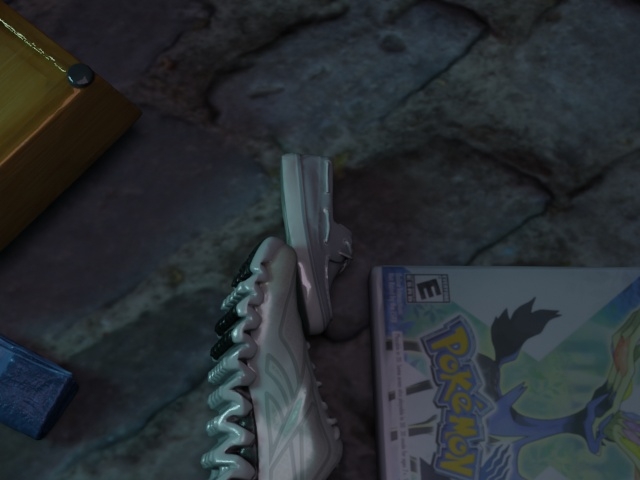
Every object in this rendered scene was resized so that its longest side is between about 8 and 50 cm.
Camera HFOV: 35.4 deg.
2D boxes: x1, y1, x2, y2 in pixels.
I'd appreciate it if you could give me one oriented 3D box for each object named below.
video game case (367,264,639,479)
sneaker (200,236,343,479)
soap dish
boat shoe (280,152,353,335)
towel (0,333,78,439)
[{"bbox_3d":[0.199,0.180,0.908,0.300,0.036,0.329,0,68,-6],"label":"video game case"},{"bbox_3d":[-0.039,0.144,0.869,0.118,0.110,0.292,8,78,-12],"label":"sneaker"},{"bbox_3d":[-0.348,-0.101,0.922,0.229,0.118,0.291,38,69,10],"label":"soap dish"},{"bbox_3d":[0.000,0.000,0.951,0.063,0.066,0.184,-5,59,-7],"label":"boat shoe"},{"bbox_3d":[-0.281,0.123,0.887,0.119,0.029,0.067,28,69,5],"label":"towel"}]
